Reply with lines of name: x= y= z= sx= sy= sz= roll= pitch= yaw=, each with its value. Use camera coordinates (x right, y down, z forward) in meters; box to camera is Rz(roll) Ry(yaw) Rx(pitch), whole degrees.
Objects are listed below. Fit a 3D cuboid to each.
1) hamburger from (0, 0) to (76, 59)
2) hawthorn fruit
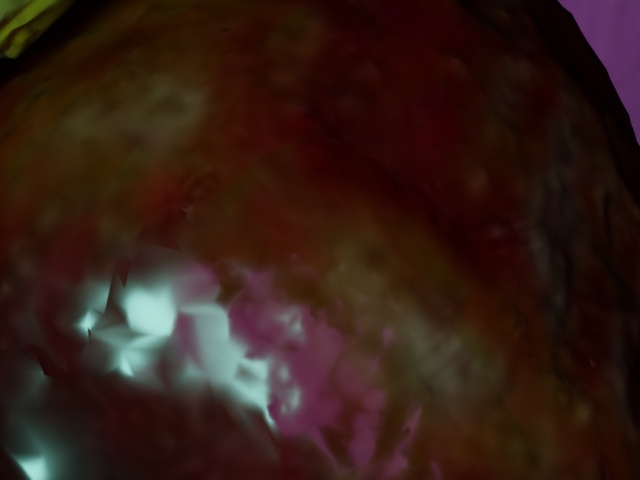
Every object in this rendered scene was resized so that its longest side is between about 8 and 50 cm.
hamburger: x=-0.177 y=-0.142 z=0.401 sx=0.290 sy=0.170 sz=0.314 roll=-30 pitch=59 yaw=12
hawthorn fruit: x=0.000 y=0.000 z=0.445 sx=0.210 sy=0.266 sz=0.230 roll=-17 pitch=140 yaw=38
